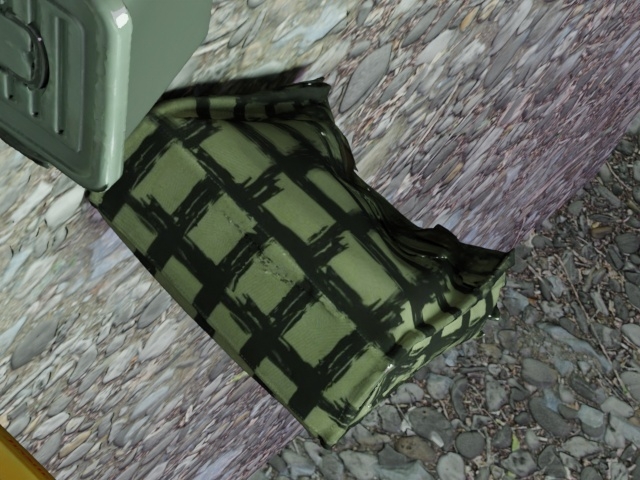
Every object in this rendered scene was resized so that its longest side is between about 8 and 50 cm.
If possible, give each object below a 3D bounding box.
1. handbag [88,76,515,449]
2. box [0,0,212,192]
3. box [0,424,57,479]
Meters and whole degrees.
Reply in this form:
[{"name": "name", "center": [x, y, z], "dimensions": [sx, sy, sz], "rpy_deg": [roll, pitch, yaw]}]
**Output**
[{"name": "handbag", "center": [0.000, 0.000, 1.646], "dimensions": [0.162, 0.325, 0.327], "rpy_deg": [-51, 167, 27]}, {"name": "box", "center": [-0.150, -0.160, 1.074], "dimensions": [0.135, 0.163, 0.243], "rpy_deg": [-51, 169, -26]}, {"name": "box", "center": [-0.377, 0.324, 1.749], "dimensions": [0.274, 0.174, 0.076], "rpy_deg": [-48, 167, -2]}]
